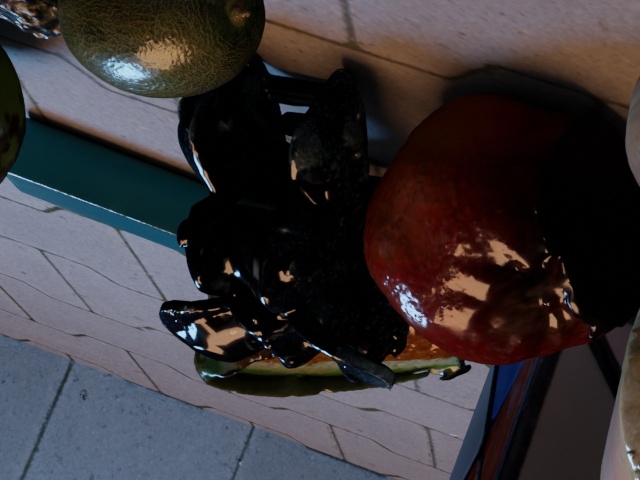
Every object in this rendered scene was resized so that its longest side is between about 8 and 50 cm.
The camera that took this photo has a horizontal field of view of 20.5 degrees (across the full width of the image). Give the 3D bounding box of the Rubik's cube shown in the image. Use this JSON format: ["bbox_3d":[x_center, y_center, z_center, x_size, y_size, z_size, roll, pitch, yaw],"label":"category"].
[{"bbox_3d":[0.289,0.241,1.614,0.310,0.307,0.305,20,164,-2],"label":"Rubik's cube"}]

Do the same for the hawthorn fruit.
[{"bbox_3d":[0.118,-0.017,1.237,0.189,0.189,0.251,29,-177,-28],"label":"hawthorn fruit"}]

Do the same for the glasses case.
[{"bbox_3d":[-0.163,-0.036,1.768,0.301,0.070,0.117,19,171,3],"label":"glasses case"}]

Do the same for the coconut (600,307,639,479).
[{"bbox_3d":[0.337,0.140,1.201,0.297,0.297,0.309,18,164,15],"label":"coconut"}]

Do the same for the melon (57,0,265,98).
[{"bbox_3d":[-0.101,-0.148,1.151,0.167,0.114,0.114,8,161,43],"label":"melon"}]

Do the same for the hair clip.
[{"bbox_3d":[-0.003,0.004,1.377,0.194,0.206,0.310,13,163,29],"label":"hair clip"}]

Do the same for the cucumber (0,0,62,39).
[{"bbox_3d":[-0.293,-0.234,1.222,0.293,0.068,0.067,31,163,-30],"label":"cucumber"}]

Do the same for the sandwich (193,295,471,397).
[{"bbox_3d":[0.018,0.068,1.669,0.292,0.109,0.212,-8,156,-15],"label":"sandwich"}]

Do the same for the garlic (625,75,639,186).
[{"bbox_3d":[0.246,-0.058,1.042,0.128,0.090,0.198,5,158,13],"label":"garlic"}]

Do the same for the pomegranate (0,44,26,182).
[{"bbox_3d":[-0.375,-0.095,1.477,0.254,0.271,0.254,-3,147,-2],"label":"pomegranate"}]
